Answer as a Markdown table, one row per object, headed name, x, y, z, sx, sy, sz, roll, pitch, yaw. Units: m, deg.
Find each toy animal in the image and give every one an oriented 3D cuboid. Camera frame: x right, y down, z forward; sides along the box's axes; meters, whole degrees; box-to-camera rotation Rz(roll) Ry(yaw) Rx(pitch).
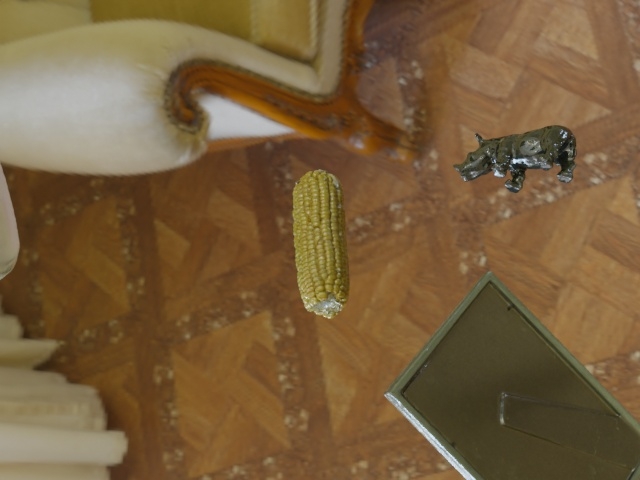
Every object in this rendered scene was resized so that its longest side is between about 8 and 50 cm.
| name | x | y | z | sx | sy | sz | roll | pitch | yaw |
| --- | --- | --- | --- | --- | --- | --- | --- | --- | --- |
| toy animal | 0.197 | -0.085 | 1.213 | 0.135 | 0.047 | 0.065 | -10 | 48 | 37 |

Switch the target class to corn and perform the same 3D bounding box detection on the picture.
| name | x | y | z | sx | sy | sz | roll | pitch | yaw |
| --- | --- | --- | --- | --- | --- | --- | --- | --- | --- |
| corn | 0.000 | 0.000 | 1.663 | 0.080 | 0.080 | 0.238 | -27 | 48 | 32 |

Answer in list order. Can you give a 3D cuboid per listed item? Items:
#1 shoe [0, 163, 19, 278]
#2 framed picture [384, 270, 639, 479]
| name | x | y | z | sx | sy | sz | roll | pitch | yaw |
| --- | --- | --- | --- | --- | --- | --- | --- | --- | --- |
| shoe | -0.201 | -0.086 | 0.448 | 0.110 | 0.095 | 0.265 | -25 | 67 | 5 |
| framed picture | 0.255 | 0.222 | 1.455 | 0.324 | 0.240 | 0.020 | 45 | 147 | -3 |
